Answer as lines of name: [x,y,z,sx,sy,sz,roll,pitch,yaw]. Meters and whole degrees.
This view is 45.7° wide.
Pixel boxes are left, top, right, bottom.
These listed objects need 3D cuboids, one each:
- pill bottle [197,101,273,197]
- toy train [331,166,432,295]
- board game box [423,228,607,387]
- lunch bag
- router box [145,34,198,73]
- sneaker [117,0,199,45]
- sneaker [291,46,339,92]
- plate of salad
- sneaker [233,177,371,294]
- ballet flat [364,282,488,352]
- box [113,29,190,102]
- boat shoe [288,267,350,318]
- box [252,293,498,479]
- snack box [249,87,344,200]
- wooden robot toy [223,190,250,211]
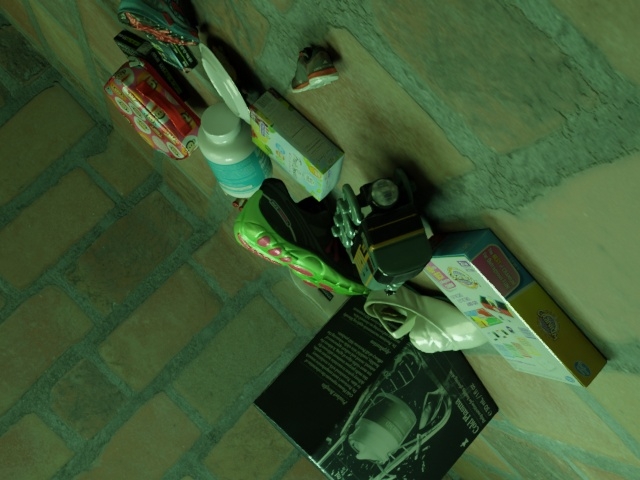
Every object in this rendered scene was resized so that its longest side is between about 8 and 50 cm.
pill bottle: [-0.207,-0.220,1.823,0.146,0.146,0.264,40,168,21]
toy train: [0.111,-0.004,1.392,0.334,0.142,0.190,104,149,-76]
board game box: [0.330,0.119,1.369,0.316,0.064,0.242,47,168,-9]
lunch bag: [-0.436,-0.347,2.029,0.293,0.120,0.258,47,165,-17]
router box: [-0.351,-0.452,1.785,0.122,0.038,0.092,33,163,43]
sneaker: [-0.294,-0.455,1.477,0.104,0.125,0.262,13,-175,9]
sneaker: [-0.012,-0.281,1.234,0.158,0.061,0.065,-174,67,-70]
plate of salad: [-0.192,-0.335,1.603,0.200,0.048,0.200,53,172,11]
sneaker: [0.000,0.000,1.849,0.185,0.202,0.483,11,165,39]
ballet flat: [0.234,0.190,1.770,0.139,0.139,0.400,51,166,-29]
box: [-0.460,-0.472,2.072,0.190,0.045,0.184,33,165,42]
boat shoe: [0.041,0.141,2.273,0.158,0.127,0.340,18,-151,-51]
box: [0.161,0.449,2.061,0.297,0.472,0.480,30,161,52]
snack box: [-0.051,-0.194,1.577,0.207,0.070,0.174,41,167,9]
wooden robot toy: [-0.217,-0.131,2.340,0.173,0.076,0.079,37,136,-18]
